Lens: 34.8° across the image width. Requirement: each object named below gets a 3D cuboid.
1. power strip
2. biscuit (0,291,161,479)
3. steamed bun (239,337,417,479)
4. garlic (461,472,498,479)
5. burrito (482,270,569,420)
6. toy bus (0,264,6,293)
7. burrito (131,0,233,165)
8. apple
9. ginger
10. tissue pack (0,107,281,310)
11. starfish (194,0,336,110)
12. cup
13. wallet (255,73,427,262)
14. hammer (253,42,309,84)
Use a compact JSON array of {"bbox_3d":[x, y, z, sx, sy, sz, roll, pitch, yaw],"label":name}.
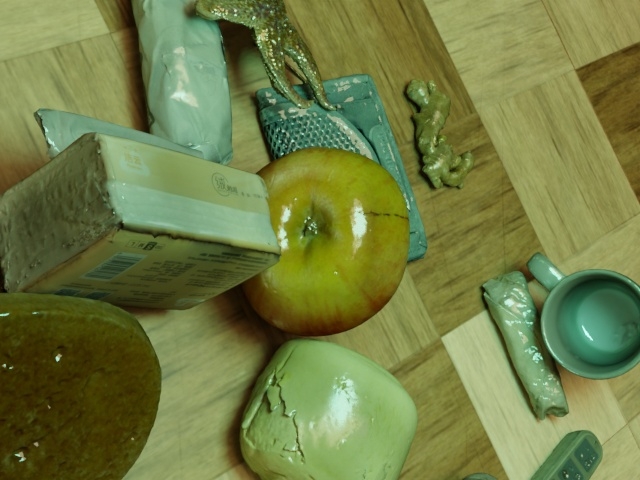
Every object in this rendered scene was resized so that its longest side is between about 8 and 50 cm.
[{"bbox_3d":[0.412,0.429,1.783,0.286,0.048,0.080,-38,98,-38],"label":"power strip"},{"bbox_3d":[-0.374,0.225,1.223,0.394,0.070,0.351,17,97,-49],"label":"biscuit"},{"bbox_3d":[0.026,0.284,1.491,0.273,0.166,0.232,41,55,-17],"label":"steamed bun"},{"bbox_3d":[0.251,0.451,1.632,0.147,0.102,0.159,-33,106,-51],"label":"garlic"},{"bbox_3d":[0.369,0.192,1.821,0.082,0.059,0.275,-20,87,6],"label":"burrito"},{"bbox_3d":[-0.379,0.035,1.345,0.083,0.088,0.195,-2,76,-36],"label":"toy bus"},{"bbox_3d":[-0.215,-0.292,1.560,0.139,0.101,0.446,-2,75,-35],"label":"burrito"},{"bbox_3d":[0.000,0.000,1.495,0.286,0.233,0.286,-1,87,10],"label":"apple"},{"bbox_3d":[0.215,-0.186,1.848,0.193,0.052,0.176,38,52,-20],"label":"ginger"},{"bbox_3d":[-0.238,-0.046,1.321,0.305,0.238,0.239,11,67,-53],"label":"tissue pack"},{"bbox_3d":[-0.080,-0.352,1.628,0.299,0.060,0.302,28,40,-38],"label":"starfish"},{"bbox_3d":[0.479,0.118,1.831,0.258,0.186,0.234,46,13,15],"label":"cup"},{"bbox_3d":[0.043,-0.108,1.695,0.237,0.075,0.342,-15,83,-34],"label":"wallet"},{"bbox_3d":[-0.063,-0.304,1.721,0.123,0.014,0.029,40,65,-19],"label":"hammer"}]
